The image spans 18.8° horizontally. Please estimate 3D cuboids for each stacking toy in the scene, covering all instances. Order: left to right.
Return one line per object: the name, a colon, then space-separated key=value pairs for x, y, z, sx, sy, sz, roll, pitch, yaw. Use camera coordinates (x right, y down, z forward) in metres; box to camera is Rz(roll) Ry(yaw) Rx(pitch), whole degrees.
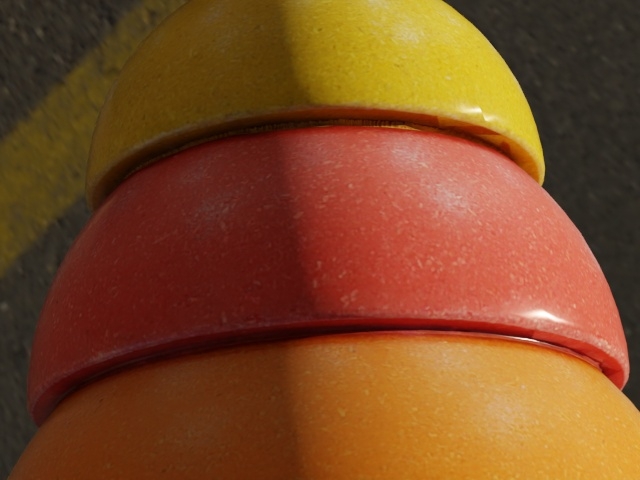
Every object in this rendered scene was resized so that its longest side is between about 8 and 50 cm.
stacking toy: x=0.000 y=0.000 z=0.888 sx=0.351 sy=0.480 sz=0.350 roll=-3 pitch=158 yaw=-1
